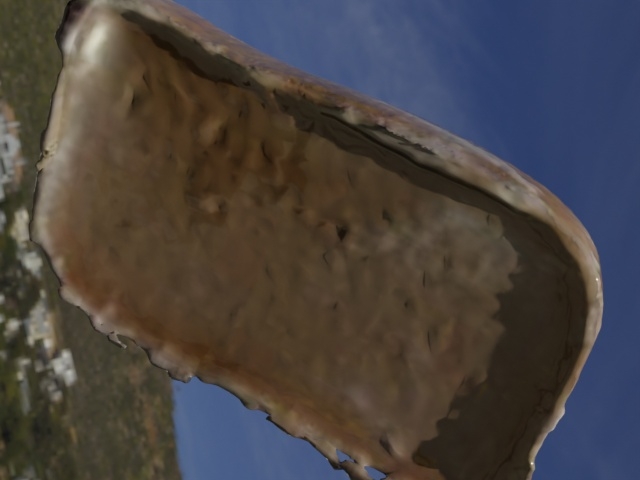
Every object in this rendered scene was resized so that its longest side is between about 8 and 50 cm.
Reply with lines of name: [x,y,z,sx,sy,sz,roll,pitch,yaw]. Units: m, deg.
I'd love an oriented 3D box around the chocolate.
chocolate: [-0.001,-0.001,0.501,0.261,0.083,0.161,30,-62,10]
